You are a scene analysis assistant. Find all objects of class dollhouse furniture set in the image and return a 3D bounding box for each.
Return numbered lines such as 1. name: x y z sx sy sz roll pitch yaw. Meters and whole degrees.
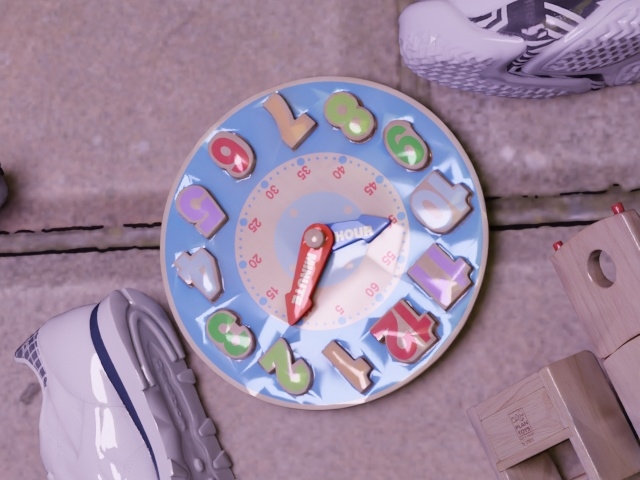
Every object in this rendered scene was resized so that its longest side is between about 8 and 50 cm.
1. dollhouse furniture set: 0.181 0.057 0.977 0.129 0.183 0.129 -17 77 -36

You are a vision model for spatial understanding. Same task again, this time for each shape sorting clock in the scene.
1. shape sorting clock: 0.000 0.000 1.058 0.206 0.040 0.206 -1 83 11

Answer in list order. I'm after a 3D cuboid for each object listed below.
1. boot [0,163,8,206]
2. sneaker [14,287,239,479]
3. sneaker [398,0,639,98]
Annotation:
1. boot: -0.269 0.067 1.093 0.246 0.083 0.161 -31 85 12
2. sneaker: -0.110 0.150 1.048 0.094 0.090 0.235 -25 75 20
3. sneaker: 0.209 -0.214 0.999 0.365 0.137 0.210 -14 80 4
